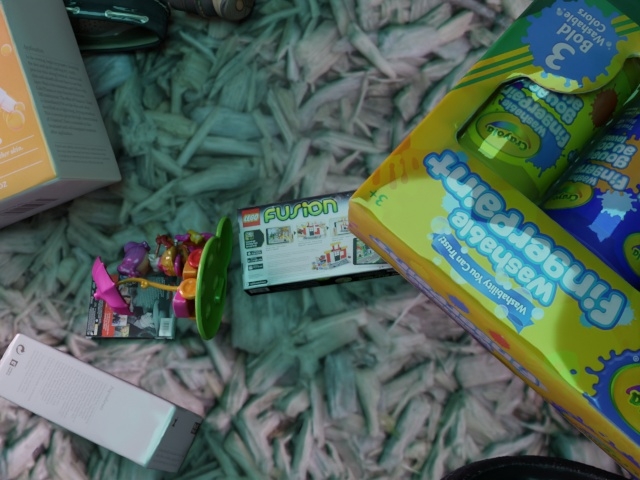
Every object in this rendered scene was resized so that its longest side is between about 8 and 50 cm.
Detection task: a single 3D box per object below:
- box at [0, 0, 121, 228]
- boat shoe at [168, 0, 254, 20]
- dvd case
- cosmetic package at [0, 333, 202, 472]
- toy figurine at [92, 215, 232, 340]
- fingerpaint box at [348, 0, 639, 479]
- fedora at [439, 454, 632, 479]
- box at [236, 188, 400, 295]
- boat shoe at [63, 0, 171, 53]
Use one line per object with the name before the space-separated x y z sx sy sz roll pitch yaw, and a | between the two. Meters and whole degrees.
box | -0.434 -0.204 1.278 0.215 0.168 0.345 -20 87 16
boat shoe | -0.156 -0.481 1.397 0.130 0.132 0.355 1 72 10
dvd case | -0.247 0.087 1.301 0.120 0.013 0.087 -1 73 11
cosmetic package | -0.274 0.202 1.217 0.231 0.117 0.085 23 79 17
toy figurine | -0.206 0.037 1.252 0.159 0.130 0.173 4 52 9
fingerpaint box | 0.313 -0.016 1.051 0.445 0.163 0.371 42 82 9
fedora | 0.253 0.360 1.020 0.334 0.334 0.152 7 106 12
box | 0.000 0.000 1.271 0.207 0.036 0.114 -8 72 8
boat shoe | -0.362 -0.306 1.389 0.303 0.114 0.091 -8 66 8
